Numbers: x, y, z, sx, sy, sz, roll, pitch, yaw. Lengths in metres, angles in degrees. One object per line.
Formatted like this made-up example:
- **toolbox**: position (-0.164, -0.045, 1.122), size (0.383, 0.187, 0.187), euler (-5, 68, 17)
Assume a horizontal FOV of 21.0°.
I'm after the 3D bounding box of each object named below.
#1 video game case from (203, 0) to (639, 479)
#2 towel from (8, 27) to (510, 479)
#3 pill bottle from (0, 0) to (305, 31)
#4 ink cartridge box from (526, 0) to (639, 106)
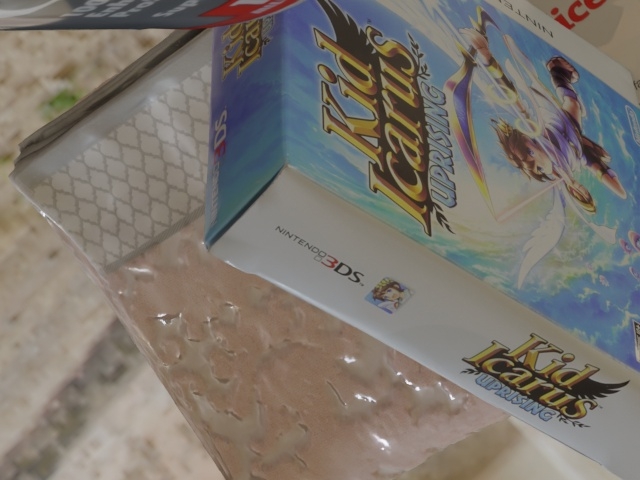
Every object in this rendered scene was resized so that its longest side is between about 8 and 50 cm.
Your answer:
- **video game case**: position (0.063, -0.045, 0.818), size (0.061, 0.244, 0.270), euler (-46, -152, 31)
- **towel**: position (0.000, 0.000, 1.061), size (0.331, 0.317, 0.053), euler (-32, -171, 34)
- **pill bottle**: position (-0.128, -0.160, 0.473), size (0.210, 0.210, 0.363), euler (-48, 161, 29)
- **ink cartridge box**: position (0.243, -0.069, 1.057), size (0.198, 0.273, 0.115), euler (-38, 176, 12)
